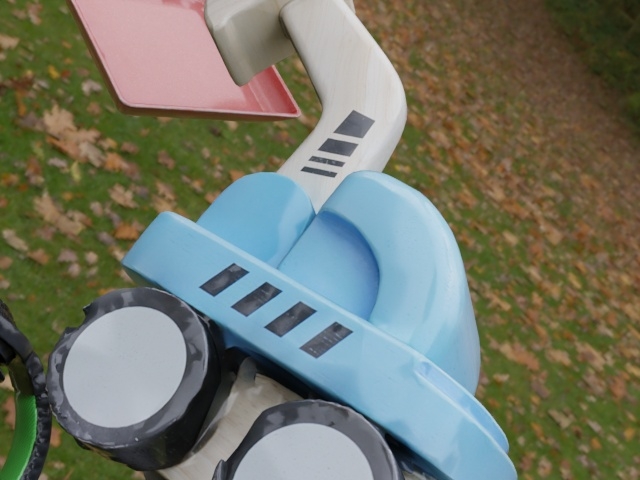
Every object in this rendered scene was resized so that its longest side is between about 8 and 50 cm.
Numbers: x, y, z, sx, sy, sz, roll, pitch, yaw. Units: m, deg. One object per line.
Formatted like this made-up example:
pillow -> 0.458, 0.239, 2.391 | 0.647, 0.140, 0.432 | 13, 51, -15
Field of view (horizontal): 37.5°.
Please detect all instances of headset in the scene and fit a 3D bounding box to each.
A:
headset -> -0.402, 0.104, 0.861 | 0.243, 0.185, 0.394 | -26, 111, -40

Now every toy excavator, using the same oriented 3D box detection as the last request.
toy excavator -> 0.000, 0.000, 0.711 | 0.433, 0.445, 0.222 | 29, -20, 28

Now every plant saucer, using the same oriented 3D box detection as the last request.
plant saucer -> -0.180, -0.235, 1.128 | 0.259, 0.048, 0.258 | -4, 56, -44
